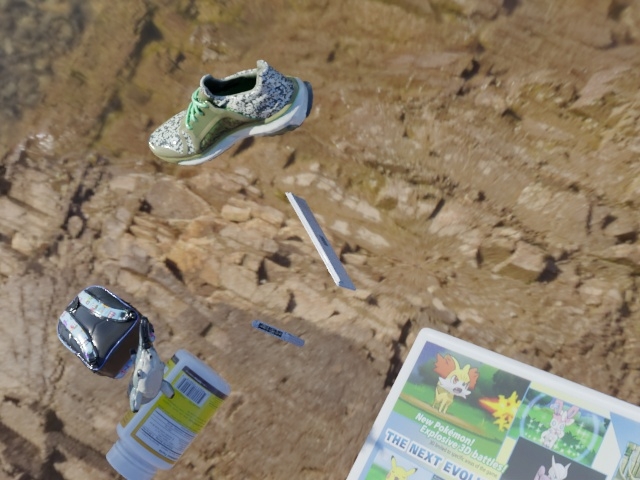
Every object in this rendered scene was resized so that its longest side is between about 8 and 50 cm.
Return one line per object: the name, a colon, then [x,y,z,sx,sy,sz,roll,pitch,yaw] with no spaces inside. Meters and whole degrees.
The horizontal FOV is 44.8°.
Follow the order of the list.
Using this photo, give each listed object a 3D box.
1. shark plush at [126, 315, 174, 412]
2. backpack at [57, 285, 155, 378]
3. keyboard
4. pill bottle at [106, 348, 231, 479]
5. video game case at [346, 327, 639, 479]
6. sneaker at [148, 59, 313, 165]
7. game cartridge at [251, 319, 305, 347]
shark plush: [-0.277,0.191,1.177,0.073,0.161,0.067,-28,42,-31]
backpack: [-0.461,0.188,1.645,0.173,0.117,0.158,31,78,29]
keyboard: [0.000,0.000,1.641,0.014,0.072,0.256,-37,60,14]
pill bottle: [-0.256,0.297,1.295,0.117,0.117,0.215,38,81,7]
video game case: [0.134,0.240,0.513,0.329,0.036,0.300,17,75,45]
sneaker: [-0.229,-0.299,1.698,0.410,0.182,0.158,-17,54,23]
game cartridge: [-0.069,0.155,1.291,0.083,0.056,0.017,17,83,36]
